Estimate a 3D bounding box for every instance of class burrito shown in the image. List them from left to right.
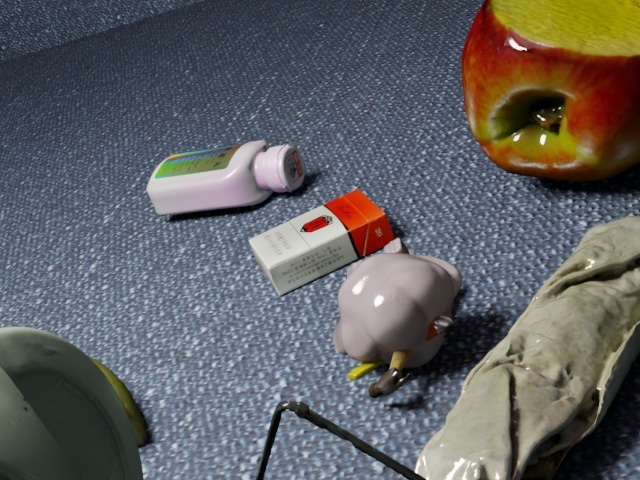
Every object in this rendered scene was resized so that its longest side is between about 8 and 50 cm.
[{"bbox_3d":[0.205,0.093,0.914,0.117,0.076,0.392,3,34,40],"label":"burrito"}]

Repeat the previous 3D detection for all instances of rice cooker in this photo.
[{"bbox_3d":[-0.291,0.206,0.834,0.276,0.288,0.288,-13,26,26],"label":"rice cooker"}]

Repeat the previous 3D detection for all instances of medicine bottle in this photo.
[{"bbox_3d":[-0.129,-0.090,1.540,0.219,0.078,0.115,-5,27,31],"label":"medicine bottle"}]

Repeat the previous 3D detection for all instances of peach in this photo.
[{"bbox_3d":[0.289,-0.196,1.238,0.275,0.248,0.245,-45,-5,-32],"label":"peach"}]

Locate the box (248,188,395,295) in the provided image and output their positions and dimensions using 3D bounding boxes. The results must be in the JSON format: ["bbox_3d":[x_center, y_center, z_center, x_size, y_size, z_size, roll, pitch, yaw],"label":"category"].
[{"bbox_3d":[0.000,0.000,1.303,0.152,0.048,0.100,-23,27,-9],"label":"box"}]

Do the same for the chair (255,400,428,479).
[{"bbox_3d":[-0.028,0.247,0.767,0.145,0.221,0.140,33,43,7],"label":"chair"}]

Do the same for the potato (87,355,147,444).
[{"bbox_3d":[-0.342,0.176,1.147,0.269,0.112,0.255,-25,24,-12],"label":"potato"}]

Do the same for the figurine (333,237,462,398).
[{"bbox_3d":[0.073,0.057,1.064,0.137,0.112,0.229,-22,15,10],"label":"figurine"}]
